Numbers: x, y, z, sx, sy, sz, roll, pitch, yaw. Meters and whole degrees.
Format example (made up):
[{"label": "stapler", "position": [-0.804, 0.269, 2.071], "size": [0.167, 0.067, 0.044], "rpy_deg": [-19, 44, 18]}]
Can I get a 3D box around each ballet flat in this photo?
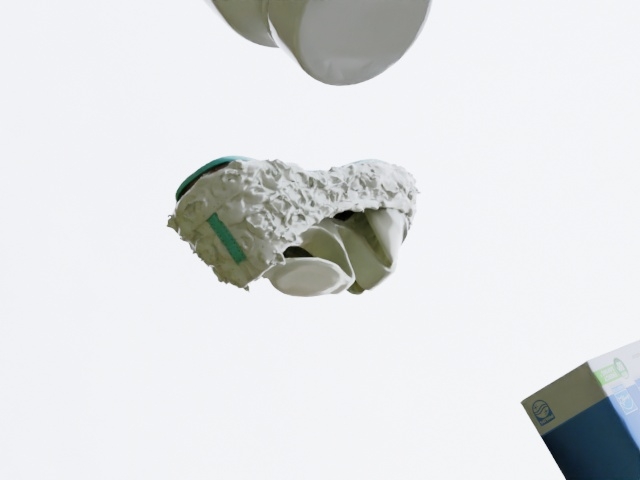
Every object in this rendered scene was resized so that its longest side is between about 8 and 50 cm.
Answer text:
[{"label": "ballet flat", "position": [0.000, 0.000, 1.442], "size": [0.147, 0.409, 0.147], "rpy_deg": [1, -88, 31]}]

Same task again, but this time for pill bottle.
[{"label": "pill bottle", "position": [-0.030, -0.202, 0.948], "size": [0.229, 0.131, 0.131], "rpy_deg": [48, -56, 39]}]

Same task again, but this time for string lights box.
[{"label": "string lights box", "position": [0.285, 0.218, 1.191], "size": [0.077, 0.133, 0.259], "rpy_deg": [-38, -105, 31]}]
